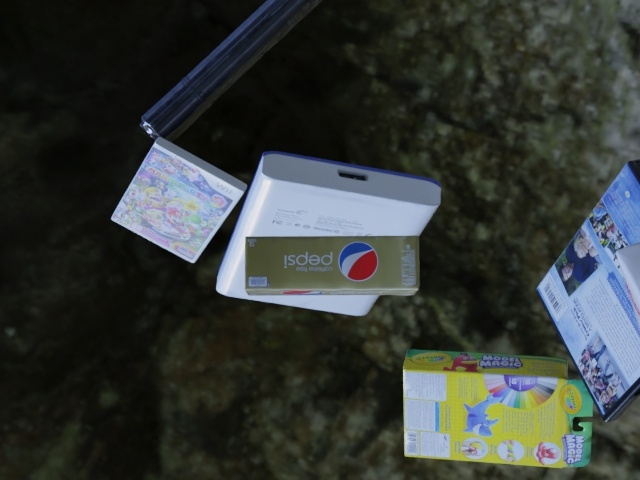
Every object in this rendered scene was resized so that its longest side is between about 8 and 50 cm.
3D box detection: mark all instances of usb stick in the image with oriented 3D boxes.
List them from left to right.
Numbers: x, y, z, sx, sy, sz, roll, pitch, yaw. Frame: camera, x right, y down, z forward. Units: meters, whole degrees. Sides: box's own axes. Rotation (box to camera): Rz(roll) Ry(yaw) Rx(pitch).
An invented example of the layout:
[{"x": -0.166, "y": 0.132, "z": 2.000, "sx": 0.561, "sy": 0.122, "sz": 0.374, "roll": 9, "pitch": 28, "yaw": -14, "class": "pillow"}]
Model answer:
[{"x": -0.107, "y": -0.220, "z": 1.519, "sx": 0.278, "sy": 0.045, "sz": 0.077, "roll": -43, "pitch": -6, "yaw": 1, "class": "usb stick"}]

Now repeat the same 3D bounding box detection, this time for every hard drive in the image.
[{"x": 0.000, "y": 0.000, "z": 1.559, "sx": 0.319, "sy": 0.210, "sz": 0.040, "roll": 117, "pitch": 159, "yaw": -60, "class": "hard drive"}]

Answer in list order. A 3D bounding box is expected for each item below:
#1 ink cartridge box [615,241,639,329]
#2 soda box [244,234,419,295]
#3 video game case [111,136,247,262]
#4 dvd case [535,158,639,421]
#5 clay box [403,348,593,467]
[{"x": 0.368, "y": 0.142, "z": 1.109, "sx": 0.207, "sy": 0.117, "sz": 0.283, "roll": -82, "pitch": -29, "yaw": -71, "class": "ink cartridge box"}, {"x": 0.012, "y": 0.027, "z": 1.315, "sx": 0.061, "sy": 0.181, "sz": 0.058, "roll": 90, "pitch": 180, "yaw": -82, "class": "soda box"}, {"x": -0.127, "y": -0.033, "z": 1.111, "sx": 0.122, "sy": 0.087, "sz": 0.011, "roll": -50, "pitch": 14, "yaw": 47, "class": "video game case"}, {"x": 0.321, "y": 0.059, "z": 1.336, "sx": 0.022, "sy": 0.180, "sz": 0.253, "roll": -11, "pitch": -30, "yaw": -24, "class": "dvd case"}, {"x": 0.211, "y": 0.201, "z": 1.500, "sx": 0.053, "sy": 0.222, "sz": 0.128, "roll": -68, "pitch": -22, "yaw": -62, "class": "clay box"}]
